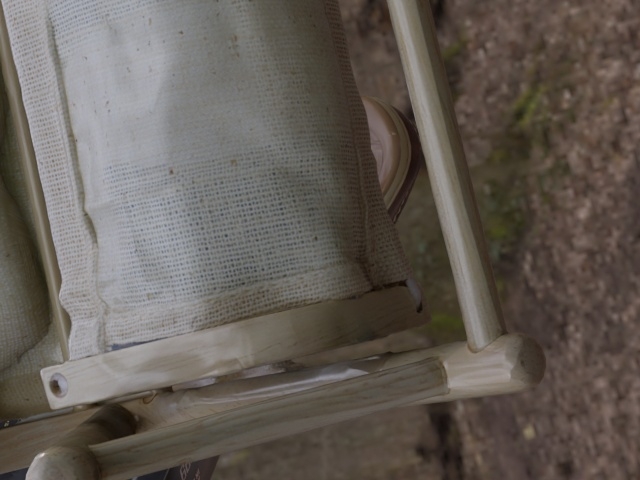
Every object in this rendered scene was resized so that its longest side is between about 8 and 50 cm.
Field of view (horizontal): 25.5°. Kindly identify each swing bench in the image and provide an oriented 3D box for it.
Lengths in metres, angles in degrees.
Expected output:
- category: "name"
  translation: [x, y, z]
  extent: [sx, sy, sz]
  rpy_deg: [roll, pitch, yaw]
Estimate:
- category: "swing bench"
  translation: [-0.075, -0.046, 0.524]
  extent: [0.255, 0.165, 0.253]
  rpy_deg: [-17, 85, 66]

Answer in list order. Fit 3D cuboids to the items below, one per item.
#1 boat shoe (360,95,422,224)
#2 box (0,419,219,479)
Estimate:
- category: "boat shoe"
  translation: [0.000, 0.000, 1.173]
  extent: [0.123, 0.123, 0.342]
  rpy_deg: [61, 138, 25]
- category: "box"
  translation: [-0.200, 0.149, 0.693]
  extent: [0.076, 0.243, 0.307]
  rpy_deg: [86, -161, -49]
